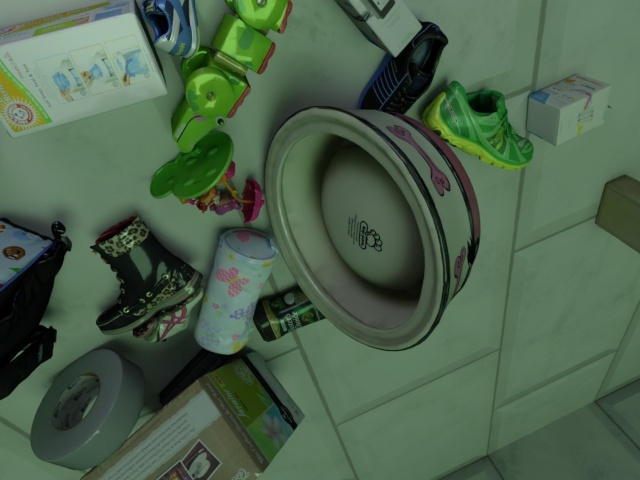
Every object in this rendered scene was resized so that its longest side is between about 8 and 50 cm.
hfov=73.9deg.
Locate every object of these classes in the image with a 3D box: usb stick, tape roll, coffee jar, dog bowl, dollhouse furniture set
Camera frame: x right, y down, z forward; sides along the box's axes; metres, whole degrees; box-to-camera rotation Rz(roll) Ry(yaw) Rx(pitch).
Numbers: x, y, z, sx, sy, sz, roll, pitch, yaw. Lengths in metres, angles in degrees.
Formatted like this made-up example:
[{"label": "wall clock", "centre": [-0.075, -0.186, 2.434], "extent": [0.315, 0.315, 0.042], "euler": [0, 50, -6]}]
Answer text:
[{"label": "usb stick", "centre": [-0.286, 0.309, 1.033], "extent": [0.278, 0.045, 0.077], "euler": [-46, 132, 13]}, {"label": "tape roll", "centre": [-0.464, 0.335, 0.856], "extent": [0.219, 0.219, 0.072], "euler": [-32, 133, 2]}, {"label": "coffee jar", "centre": [-0.066, 0.165, 0.997], "extent": [0.184, 0.079, 0.096], "euler": [-22, 132, -7]}, {"label": "dog bowl", "centre": [0.081, -0.032, 0.718], "extent": [0.150, 0.408, 0.408], "euler": [-26, 136, -33]}, {"label": "dollhouse furniture set", "centre": [1.030, -0.111, 1.158], "extent": [0.393, 0.256, 0.362], "euler": [-23, 132, -6]}]

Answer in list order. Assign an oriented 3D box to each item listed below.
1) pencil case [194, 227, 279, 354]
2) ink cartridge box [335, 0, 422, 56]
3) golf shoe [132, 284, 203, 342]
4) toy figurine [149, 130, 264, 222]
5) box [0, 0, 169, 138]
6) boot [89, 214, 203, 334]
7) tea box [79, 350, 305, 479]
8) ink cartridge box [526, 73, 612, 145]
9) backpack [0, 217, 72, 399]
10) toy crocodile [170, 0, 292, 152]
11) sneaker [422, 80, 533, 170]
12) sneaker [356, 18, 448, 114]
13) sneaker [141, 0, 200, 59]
[{"label": "pencil case", "centre": [-0.176, 0.109, 0.878], "extent": [0.124, 0.113, 0.273], "euler": [17, 118, -8]}, {"label": "ink cartridge box", "centre": [0.058, -0.365, 0.623], "extent": [0.060, 0.104, 0.180], "euler": [-46, 130, 15]}, {"label": "golf shoe", "centre": [-0.303, 0.149, 0.890], "extent": [0.186, 0.068, 0.086], "euler": [-37, 137, 18]}, {"label": "toy figurine", "centre": [-0.177, -0.082, 0.747], "extent": [0.173, 0.130, 0.159], "euler": [-19, 145, 20]}, {"label": "box", "centre": [-0.319, -0.228, 0.551], "extent": [0.203, 0.114, 0.103], "euler": [-20, 133, -9]}, {"label": "boot", "centre": [-0.364, 0.067, 0.792], "extent": [0.236, 0.085, 0.179], "euler": [-27, 122, 12]}, {"label": "tea box", "centre": [-0.255, 0.453, 0.943], "extent": [0.329, 0.220, 0.323], "euler": [-41, 170, 6]}, {"label": "ink cartridge box", "centre": [0.533, -0.284, 0.909], "extent": [0.143, 0.092, 0.090], "euler": [-26, 131, -5]}, {"label": "backpack", "centre": [-0.527, 0.113, 0.627], "extent": [0.213, 0.263, 0.277], "euler": [18, 118, -16]}, {"label": "toy crocodile", "centre": [-0.116, -0.273, 0.608], "extent": [0.105, 0.115, 0.341], "euler": [22, 114, -36]}, {"label": "sneaker", "centre": [0.343, -0.227, 0.855], "extent": [0.295, 0.109, 0.124], "euler": [12, 124, -31]}, {"label": "sneaker", "centre": [0.136, -0.263, 0.745], "extent": [0.081, 0.090, 0.232], "euler": [8, 122, -29]}, {"label": "sneaker", "centre": [-0.197, -0.311, 0.546], "extent": [0.059, 0.053, 0.144], "euler": [-16, 100, -43]}]
